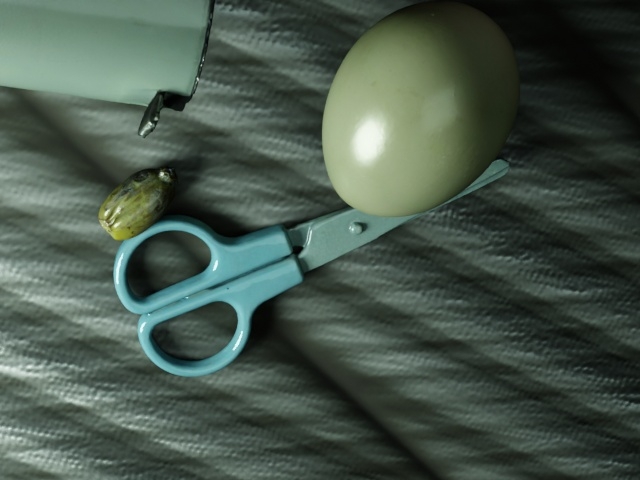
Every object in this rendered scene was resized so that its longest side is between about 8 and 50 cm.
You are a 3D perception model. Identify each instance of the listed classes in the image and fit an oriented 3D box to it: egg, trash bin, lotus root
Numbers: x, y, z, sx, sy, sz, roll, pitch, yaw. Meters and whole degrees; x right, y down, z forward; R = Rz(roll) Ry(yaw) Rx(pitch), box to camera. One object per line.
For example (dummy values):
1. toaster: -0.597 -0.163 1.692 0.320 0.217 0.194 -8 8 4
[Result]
1. egg: 0.100 -0.132 1.958 0.186 0.186 0.242 24 116 -20
2. trash bin: -0.245 -0.246 1.817 0.262 0.217 0.277 6 78 -15
3. lotus root: -0.188 -0.042 2.004 0.099 0.049 0.054 -41 79 4

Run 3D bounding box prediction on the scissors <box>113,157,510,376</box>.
1. scissors: 0.000 0.000 2.073 0.447 0.029 0.193 -22 115 -3
